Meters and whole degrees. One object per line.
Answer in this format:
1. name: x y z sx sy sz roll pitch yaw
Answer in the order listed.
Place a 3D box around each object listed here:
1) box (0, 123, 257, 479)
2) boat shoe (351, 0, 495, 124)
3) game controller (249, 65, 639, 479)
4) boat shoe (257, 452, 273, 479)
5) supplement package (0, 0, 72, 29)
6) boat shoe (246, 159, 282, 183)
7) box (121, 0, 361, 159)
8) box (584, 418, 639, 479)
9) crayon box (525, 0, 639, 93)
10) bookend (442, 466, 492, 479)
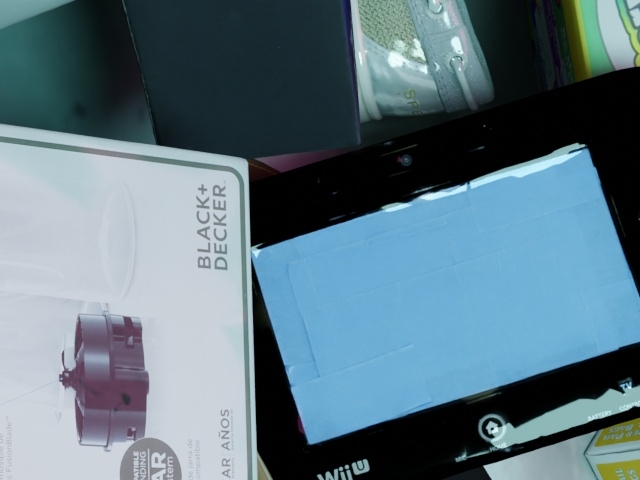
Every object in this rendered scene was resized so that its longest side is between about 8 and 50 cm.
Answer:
1. box: -0.170 0.039 0.724 0.290 0.087 0.169 5 74 -33
2. boat shoe: 0.039 -0.226 1.077 0.118 0.103 0.320 37 49 -75
3. game controller: 0.063 0.029 0.925 0.067 0.319 0.166 73 -1 -72
4. boat shoe: -0.046 0.233 0.877 0.110 0.121 0.341 -73 151 -87
5. supplement package: -0.166 -0.193 0.844 0.105 0.105 0.179 6 74 -50
6. boat shoe: 0.000 0.001 1.026 0.178 0.060 0.064 36 53 -39
7. box: -0.044 -0.193 0.881 0.184 0.103 0.261 77 7 -50
8. box: 0.282 0.126 1.300 0.203 0.103 0.114 -47 115 -46
9. crayon box: 0.189 -0.134 1.137 0.313 0.106 0.363 59 22 -83
10. bookend: 0.029 0.172 1.001 0.157 0.072 0.156 56 43 -24
